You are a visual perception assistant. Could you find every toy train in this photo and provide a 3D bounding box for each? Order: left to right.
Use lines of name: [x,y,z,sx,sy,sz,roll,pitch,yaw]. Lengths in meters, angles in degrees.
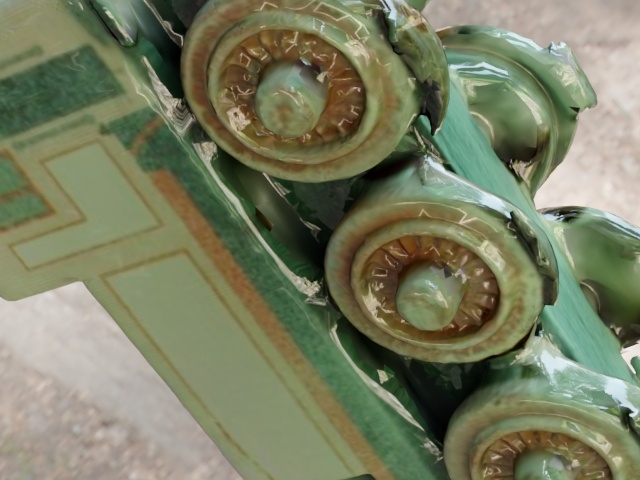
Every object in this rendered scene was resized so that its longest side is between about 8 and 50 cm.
toy train: [0.000,0.000,0.391,0.194,0.125,0.080,55,34,-28]
